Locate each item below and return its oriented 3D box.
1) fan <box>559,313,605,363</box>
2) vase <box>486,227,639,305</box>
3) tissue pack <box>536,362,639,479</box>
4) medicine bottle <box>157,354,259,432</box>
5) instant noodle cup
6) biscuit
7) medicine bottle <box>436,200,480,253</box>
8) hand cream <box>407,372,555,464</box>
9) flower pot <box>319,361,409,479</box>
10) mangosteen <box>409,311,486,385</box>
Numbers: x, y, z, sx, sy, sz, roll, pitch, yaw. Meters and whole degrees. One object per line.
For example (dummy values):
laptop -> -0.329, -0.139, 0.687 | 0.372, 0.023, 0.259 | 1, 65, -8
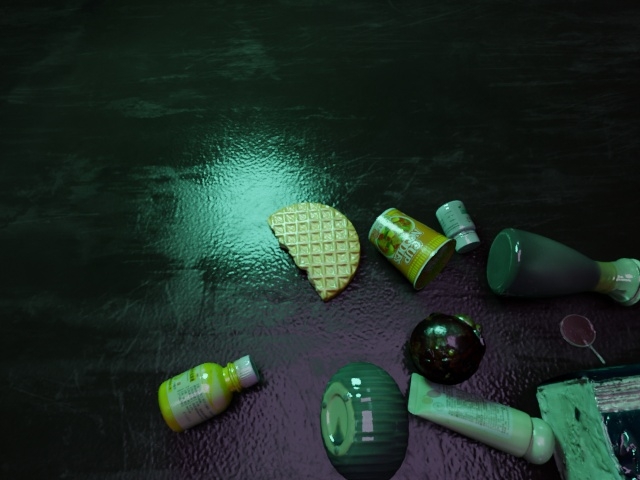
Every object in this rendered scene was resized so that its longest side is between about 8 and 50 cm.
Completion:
fan -> 0.649, 0.242, 1.003 | 0.085, 0.005, 0.133 | -26, 64, -9
vase -> 0.599, 0.077, 1.009 | 0.322, 0.173, 0.173 | 9, 66, 1
tissue pack -> 0.694, 0.365, 0.798 | 0.417, 0.264, 0.253 | -5, 65, 1
medicine bottle -> -0.253, 0.344, 0.954 | 0.213, 0.121, 0.121 | -24, 65, -8
instant noodle cup -> 0.231, 0.010, 1.071 | 0.168, 0.168, 0.185 | -41, 61, -14
biscuit -> 0.000, 0.000, 1.145 | 0.205, 0.040, 0.309 | -33, 67, -11
medicine bottle -> 0.376, -0.036, 1.113 | 0.081, 0.080, 0.130 | -17, 64, -4
hand cream -> 0.346, 0.388, 0.899 | 0.306, 0.147, 0.093 | 20, 111, 10
flower pot -> 0.090, 0.384, 0.871 | 0.157, 0.189, 0.242 | 20, 53, -33
mangosteen -> 0.292, 0.245, 0.956 | 0.173, 0.172, 0.184 | 5, 20, 14
